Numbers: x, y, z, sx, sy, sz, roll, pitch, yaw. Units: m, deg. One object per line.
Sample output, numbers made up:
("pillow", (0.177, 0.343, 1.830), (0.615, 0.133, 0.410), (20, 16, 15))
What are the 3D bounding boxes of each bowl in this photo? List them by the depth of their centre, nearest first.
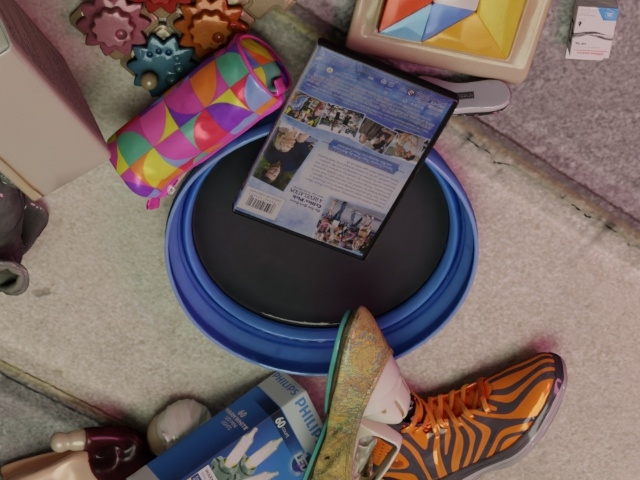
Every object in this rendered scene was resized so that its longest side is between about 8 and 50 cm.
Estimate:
("bowl", (0.000, 0.000, 2.010), (0.391, 0.077, 0.391), (0, 125, -1))

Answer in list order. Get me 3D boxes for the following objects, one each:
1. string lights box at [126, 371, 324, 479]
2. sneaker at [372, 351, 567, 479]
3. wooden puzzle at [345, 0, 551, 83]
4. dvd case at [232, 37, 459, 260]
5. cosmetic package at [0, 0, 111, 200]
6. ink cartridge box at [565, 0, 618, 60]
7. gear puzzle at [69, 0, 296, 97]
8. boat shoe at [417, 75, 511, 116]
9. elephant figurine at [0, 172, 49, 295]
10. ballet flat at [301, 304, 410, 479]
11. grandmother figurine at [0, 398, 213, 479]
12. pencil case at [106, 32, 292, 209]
("string lights box", (-0.117, 0.306, 2.158), (0.260, 0.077, 0.133), (-35, 124, -14))
("sneaker", (0.174, 0.237, 2.152), (0.180, 0.124, 0.321), (33, 119, -23))
("wooden puzzle", (0.160, -0.292, 1.820), (0.221, 0.044, 0.238), (10, 125, -8))
("dvd case", (0.027, -0.102, 1.877), (0.180, 0.022, 0.253), (20, 122, -15))
("cosmetic package", (-0.349, -0.178, 1.729), (0.113, 0.160, 0.309), (-30, 158, 2))
("ink cartridge box", (0.316, -0.241, 1.867), (0.048, 0.028, 0.083), (3, 126, -2))
("gear puzzle", (-0.118, -0.293, 1.816), (0.339, 0.044, 0.175), (-38, 118, 24))
("boat shoe", (0.157, -0.167, 1.911), (0.142, 0.049, 0.040), (1, 166, 7))
("elephant figurine", (-0.414, 0.000, 1.981), (0.169, 0.186, 0.239), (-46, 138, -20))
("ballet flat", (0.056, 0.224, 2.048), (0.123, 0.123, 0.348), (7, 131, -6))
("grandmother figurine", (-0.304, 0.310, 2.225), (0.342, 0.104, 0.208), (-23, 150, 12))
("pencil case", (-0.142, -0.141, 1.870), (0.236, 0.104, 0.104), (-38, 118, 26))
